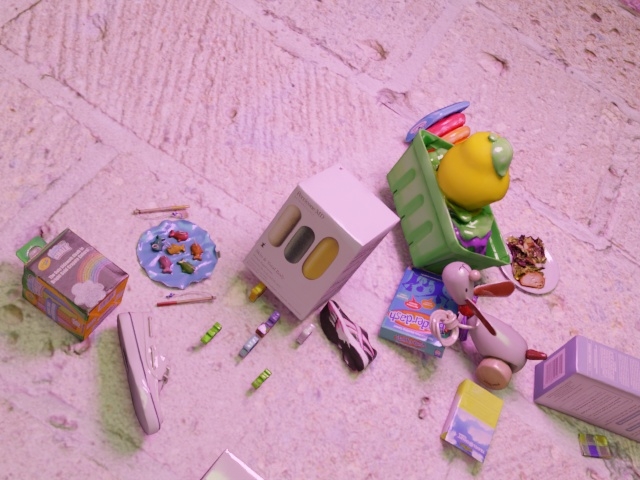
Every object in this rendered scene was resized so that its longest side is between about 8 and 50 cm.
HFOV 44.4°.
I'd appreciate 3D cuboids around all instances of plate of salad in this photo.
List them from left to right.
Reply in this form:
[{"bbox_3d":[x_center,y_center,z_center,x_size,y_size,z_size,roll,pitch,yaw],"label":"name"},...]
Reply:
[{"bbox_3d":[0.580,0.055,2.167,0.200,0.048,0.199,11,54,-16],"label":"plate of salad"}]

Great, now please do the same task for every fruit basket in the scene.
[{"bbox_3d":[0.368,-0.127,1.966,0.283,0.392,0.392,17,49,-43],"label":"fruit basket"}]

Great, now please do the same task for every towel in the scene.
[{"bbox_3d":[0.675,0.505,1.928,0.083,0.009,0.060,11,55,-17],"label":"towel"}]

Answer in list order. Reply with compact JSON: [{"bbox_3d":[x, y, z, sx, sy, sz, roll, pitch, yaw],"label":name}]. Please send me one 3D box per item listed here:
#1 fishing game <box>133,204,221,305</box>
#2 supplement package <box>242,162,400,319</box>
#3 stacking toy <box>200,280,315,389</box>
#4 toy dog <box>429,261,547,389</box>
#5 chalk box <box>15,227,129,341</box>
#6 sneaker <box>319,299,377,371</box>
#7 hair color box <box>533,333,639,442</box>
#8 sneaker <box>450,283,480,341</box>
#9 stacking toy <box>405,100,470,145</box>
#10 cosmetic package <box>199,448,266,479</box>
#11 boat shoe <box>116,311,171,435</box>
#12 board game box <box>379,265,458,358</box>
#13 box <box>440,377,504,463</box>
[{"bbox_3d":[-0.323,0.025,1.796,0.189,0.041,0.264,-4,60,-23],"label":"fishing game"},{"bbox_3d":[0.000,0.000,1.782,0.199,0.262,0.198,44,34,9],"label":"supplement package"},{"bbox_3d":[-0.137,0.210,1.749,0.167,0.052,0.221,40,53,8],"label":"stacking toy"},{"bbox_3d":[0.419,0.202,1.854,0.334,0.161,0.220,44,50,-31],"label":"toy dog"},{"bbox_3d":[-0.525,0.078,1.613,0.213,0.132,0.132,37,52,4],"label":"chalk box"},{"bbox_3d":[0.067,0.218,1.829,0.077,0.072,0.178,-18,74,-45],"label":"sneaker"},{"bbox_3d":[0.739,0.379,1.929,0.375,0.185,0.113,22,51,-9],"label":"hair color box"},{"bbox_3d":[0.370,0.185,1.989,0.071,0.068,0.170,40,59,-14],"label":"sneaker"},{"bbox_3d":[0.394,-0.229,2.233,0.166,0.175,0.301,-27,85,-38],"label":"stacking toy"},{"bbox_3d":[-0.106,0.585,1.439,0.365,0.155,0.197,38,54,2],"label":"cosmetic package"},{"bbox_3d":[-0.348,0.262,1.594,0.088,0.096,0.267,-8,53,-23],"label":"boat shoe"},{"bbox_3d":[0.253,0.171,1.915,0.160,0.047,0.210,18,50,13],"label":"board game box"},{"bbox_3d":[0.351,0.422,1.820,0.109,0.042,0.178,31,51,0],"label":"box"}]
